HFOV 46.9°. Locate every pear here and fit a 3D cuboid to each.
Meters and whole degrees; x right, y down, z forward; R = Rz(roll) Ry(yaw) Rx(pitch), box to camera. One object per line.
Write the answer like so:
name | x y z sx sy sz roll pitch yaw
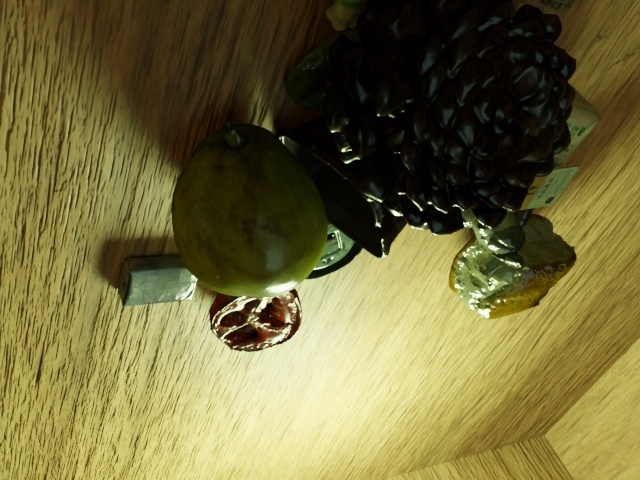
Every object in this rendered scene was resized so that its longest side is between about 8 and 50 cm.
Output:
pear | -0.135 -0.057 1.355 0.287 0.287 0.375 -19 129 -14

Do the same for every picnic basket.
picnic basket | 0.057 -0.124 1.407 0.129 0.297 0.222 -40 148 -17

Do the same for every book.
book | 0.456 -0.109 1.551 0.172 0.012 0.118 -9 142 -29

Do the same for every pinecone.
pinecone | 0.179 -0.219 1.146 0.397 0.398 0.398 -18 143 -15

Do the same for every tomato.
tomato | -0.154 0.158 1.742 0.228 0.101 0.228 -12 136 -12

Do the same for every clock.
clock | 0.000 0.000 1.695 0.226 0.049 0.226 -18 144 -14

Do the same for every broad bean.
broad bean | 0.035 -0.309 1.323 0.206 0.072 0.153 -28 139 -1

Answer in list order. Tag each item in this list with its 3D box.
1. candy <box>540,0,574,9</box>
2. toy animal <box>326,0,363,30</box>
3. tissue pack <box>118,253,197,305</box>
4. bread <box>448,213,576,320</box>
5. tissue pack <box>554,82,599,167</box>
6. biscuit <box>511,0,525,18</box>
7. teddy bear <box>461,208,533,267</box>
candy | 0.434 -0.484 1.364 0.085 0.095 0.110 1 172 32
toy animal | 0.071 -0.465 1.098 0.181 0.180 0.363 19 168 -23
tissue pack | -0.341 0.082 1.560 0.156 0.051 0.112 -4 134 -30
bread | 0.494 0.065 1.954 0.279 0.225 0.250 -18 150 -30
tissue pack | 0.333 -0.236 1.498 0.380 0.207 0.297 11 126 -43
biscuit | 0.289 -0.459 1.260 0.238 0.041 0.212 4 106 -44
teddy bear | 0.407 -0.065 1.753 0.144 0.251 0.171 17 110 -47
